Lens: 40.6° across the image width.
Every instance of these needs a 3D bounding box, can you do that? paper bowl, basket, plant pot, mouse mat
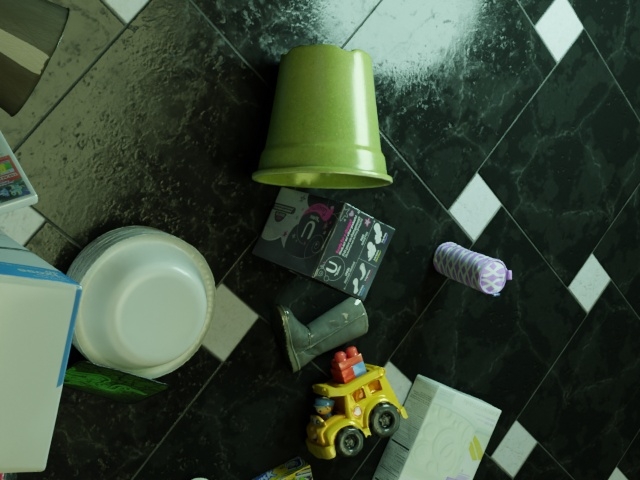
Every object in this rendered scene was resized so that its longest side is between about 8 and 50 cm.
[{"bbox_3d":[-0.328,0.123,1.619,0.284,0.148,0.284,-8,105,-32],"label":"paper bowl"},{"bbox_3d":[-0.549,-0.339,1.375,0.227,0.154,0.204,27,84,-30],"label":"basket"},{"bbox_3d":[0.007,-0.241,1.703,0.276,0.276,0.253,3,88,-33],"label":"plant pot"},{"bbox_3d":[-0.395,0.268,1.617,0.190,0.153,0.007,25,53,-33],"label":"mouse mat"}]

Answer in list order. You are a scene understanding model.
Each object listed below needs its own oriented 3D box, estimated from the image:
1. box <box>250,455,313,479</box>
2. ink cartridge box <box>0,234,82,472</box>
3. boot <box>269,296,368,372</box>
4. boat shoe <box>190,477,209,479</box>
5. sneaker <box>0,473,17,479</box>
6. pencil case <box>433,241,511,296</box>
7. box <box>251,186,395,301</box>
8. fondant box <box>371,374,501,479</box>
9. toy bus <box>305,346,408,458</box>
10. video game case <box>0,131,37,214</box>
[{"bbox_3d":[-0.101,0.545,1.912,0.169,0.054,0.059,-21,112,-28],"label":"box"},{"bbox_3d":[-0.535,0.150,1.344,0.166,0.395,0.285,10,96,-36],"label":"ink cartridge box"},{"bbox_3d":[0.002,0.175,1.883,0.209,0.076,0.189,-26,128,-18],"label":"boot"},{"bbox_3d":[-0.267,0.653,1.823,0.116,0.099,0.319,5,88,7],"label":"boat shoe"},{"bbox_3d":[-0.624,0.522,1.551,0.112,0.121,0.299,11,96,-5],"label":"sneaker"},{"bbox_3d":[0.347,0.060,2.003,0.088,0.206,0.086,-15,110,-24],"label":"pencil case"},{"bbox_3d":[0.000,0.000,1.738,0.142,0.247,0.163,26,86,-35],"label":"box"},{"bbox_3d":[0.279,0.524,2.127,0.238,0.096,0.330,26,88,-34],"label":"fondant box"},{"bbox_3d":[0.055,0.353,1.926,0.220,0.149,0.211,-25,100,-23],"label":"toy bus"},{"bbox_3d":[-0.588,-0.097,1.396,0.201,0.183,0.023,-22,148,-27],"label":"video game case"}]
